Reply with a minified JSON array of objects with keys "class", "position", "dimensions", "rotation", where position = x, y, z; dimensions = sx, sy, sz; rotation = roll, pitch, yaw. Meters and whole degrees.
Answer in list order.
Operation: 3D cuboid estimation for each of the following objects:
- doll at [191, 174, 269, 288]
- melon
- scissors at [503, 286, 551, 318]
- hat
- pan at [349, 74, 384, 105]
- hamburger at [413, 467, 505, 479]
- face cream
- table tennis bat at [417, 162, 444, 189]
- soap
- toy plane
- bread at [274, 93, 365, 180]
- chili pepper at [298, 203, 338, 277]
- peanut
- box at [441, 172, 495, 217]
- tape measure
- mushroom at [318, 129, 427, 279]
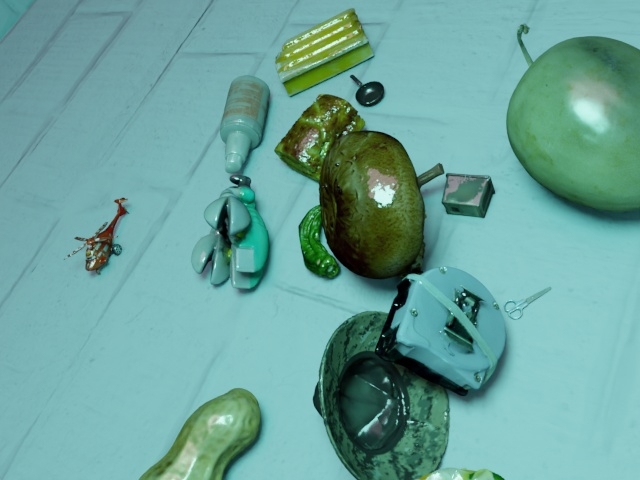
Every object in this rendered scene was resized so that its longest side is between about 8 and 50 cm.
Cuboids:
[{"class":"doll","position":[-0.186,-0.012,1.248],"dimensions":[0.153,0.195,0.258],"rotation":[2,22,-12]},{"class":"melon","position":[0.438,-0.185,0.975],"dimensions":[0.271,0.272,0.308],"rotation":[-21,46,11]},{"class":"scissors","position":[0.339,0.098,0.989],"dimensions":[0.083,0.006,0.036],"rotation":[-30,52,4]},{"class":"hat","position":[0.066,0.247,0.926],"dimensions":[0.128,0.265,0.266],"rotation":[-29,42,47]},{"class":"pan","position":[0.102,-0.345,1.392],"dimensions":[0.068,0.023,0.115],"rotation":[-36,53,0]},{"class":"hamburger","position":[0.181,0.405,0.762],"dimensions":[0.236,0.147,0.237],"rotation":[-8,56,12]},{"class":"face cream","position":[-0.184,-0.267,1.429],"dimensions":[0.101,0.101,0.252],"rotation":[-7,56,21]},{"class":"table tennis bat","position":[0.196,-0.094,1.188],"dimensions":[0.169,0.119,0.108],"rotation":[-30,67,38]},{"class":"soap","position":[0.002,-0.461,1.488],"dimensions":[0.231,0.073,0.140],"rotation":[-24,50,10]},{"class":"toy plane","position":[-0.512,-0.011,1.436],"dimensions":[0.126,0.077,0.194],"rotation":[-16,45,11]},{"class":"bread","position":[-0.004,-0.226,1.312],"dimensions":[0.132,0.103,0.172],"rotation":[30,78,44]},{"class":"chili pepper","position":[-0.006,0.000,1.195],"dimensions":[0.073,0.050,0.182],"rotation":[-22,48,20]},{"class":"peanut","position":[-0.199,0.364,1.000],"dimensions":[0.125,0.111,0.275],"rotation":[30,75,33]},{"class":"box","position":[0.268,-0.082,1.113],"dimensions":[0.084,0.060,0.063],"rotation":[8,67,28]},{"class":"tape measure","position":[0.191,0.129,0.924],"dimensions":[0.182,0.107,0.181],"rotation":[26,54,-11]},{"class":"mushroom","position":[0.085,-0.051,1.057],"dimensions":[0.163,0.278,0.297],"rotation":[-21,9,-10]}]
